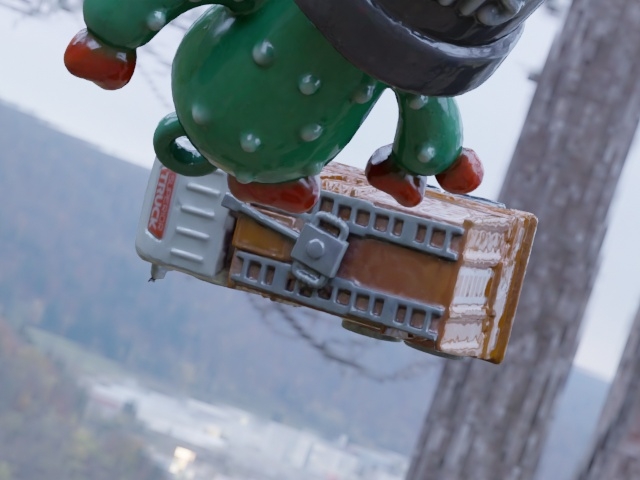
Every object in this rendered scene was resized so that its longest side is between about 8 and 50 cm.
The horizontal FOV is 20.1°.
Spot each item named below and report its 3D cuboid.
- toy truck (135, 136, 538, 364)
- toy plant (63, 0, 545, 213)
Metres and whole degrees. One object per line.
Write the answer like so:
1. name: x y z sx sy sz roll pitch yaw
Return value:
1. toy truck: 0.000 0.000 1.815 0.388 0.173 0.207 15 5 24
2. toy plant: 0.019 -0.156 1.112 0.279 0.185 0.400 3 -31 -39
